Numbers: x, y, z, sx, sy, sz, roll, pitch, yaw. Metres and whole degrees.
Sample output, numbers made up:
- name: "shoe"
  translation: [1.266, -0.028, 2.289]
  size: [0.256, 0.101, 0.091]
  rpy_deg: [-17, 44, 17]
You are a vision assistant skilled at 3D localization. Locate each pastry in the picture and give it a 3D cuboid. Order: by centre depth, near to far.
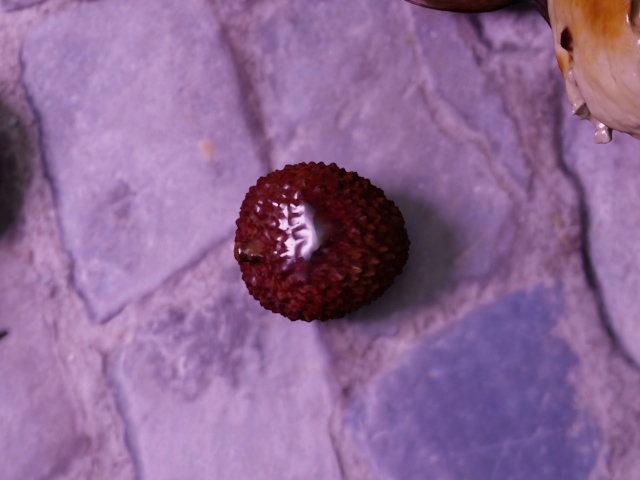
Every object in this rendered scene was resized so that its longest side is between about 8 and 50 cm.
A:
- name: "pastry"
  translation: [0.265, -0.184, 0.912]
  size: [0.236, 0.170, 0.256]
  rpy_deg: [-1, 77, -28]

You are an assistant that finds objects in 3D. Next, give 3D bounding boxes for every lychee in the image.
- name: "lychee"
  translation: [0.001, 0.003, 0.926]
  size: [0.129, 0.123, 0.123]
  rpy_deg: [15, 76, -16]

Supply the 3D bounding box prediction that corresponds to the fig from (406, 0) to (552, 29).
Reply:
- name: "fig"
  translation: [0.111, -0.237, 0.953]
  size: [0.149, 0.148, 0.202]
  rpy_deg: [-15, 55, -30]
